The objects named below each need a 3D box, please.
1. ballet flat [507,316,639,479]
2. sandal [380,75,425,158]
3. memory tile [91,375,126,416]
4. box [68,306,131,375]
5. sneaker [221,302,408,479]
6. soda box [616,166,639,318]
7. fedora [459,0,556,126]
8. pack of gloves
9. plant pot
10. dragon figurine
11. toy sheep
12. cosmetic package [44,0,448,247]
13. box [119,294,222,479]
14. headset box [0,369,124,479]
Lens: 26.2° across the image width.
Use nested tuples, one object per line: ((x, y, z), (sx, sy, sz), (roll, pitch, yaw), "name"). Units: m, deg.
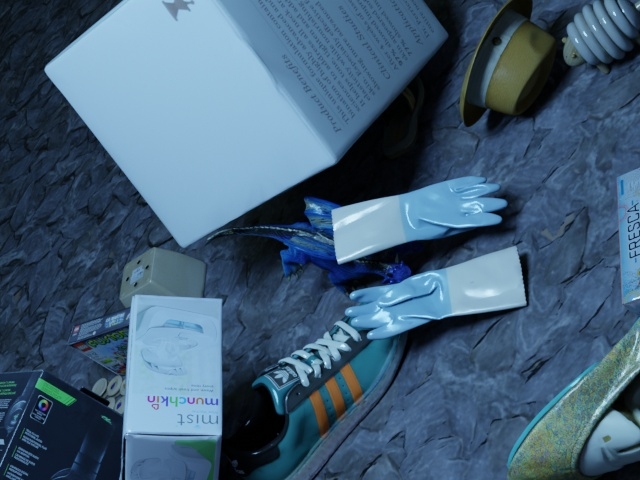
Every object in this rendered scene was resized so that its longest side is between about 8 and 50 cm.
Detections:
((0.332, 0.150, 1.393), (0.348, 0.123, 0.123), (-49, 34, 6), "ballet flat")
((0.111, -0.193, 2.011), (0.072, 0.049, 0.180), (-27, 35, 32), "sandal")
((-0.323, 0.262, 2.154), (0.148, 0.012, 0.113), (-13, 50, 45), "memory tile")
((-0.280, 0.150, 2.113), (0.207, 0.114, 0.036), (-19, 46, 40), "box")
((-0.007, 0.183, 1.749), (0.302, 0.121, 0.108), (-55, 34, -3), "sneaker")
((0.369, 0.003, 1.516), (0.058, 0.063, 0.183), (-25, 42, 35), "soda box")
((0.256, -0.229, 1.817), (0.079, 0.194, 0.194), (27, 79, 18), "fedora")
((0.137, 0.026, 1.736), (0.232, 0.046, 0.195), (-14, 62, 15), "pack of gloves")
((-0.254, 0.074, 2.167), (0.109, 0.096, 0.109), (-29, 40, 31), "plant pot")
((0.000, 0.000, 1.839), (0.144, 0.289, 0.085), (109, -176, -66), "dragon figurine")
((0.364, -0.266, 1.745), (0.132, 0.091, 0.091), (-38, 36, 21), "toy sheep")
((-0.095, -0.265, 1.937), (0.327, 0.329, 0.393), (-27, 14, 41), "cosmetic package")
((-0.197, 0.243, 1.795), (0.231, 0.127, 0.262), (-96, 10, -46), "box")
((-0.377, 0.344, 1.936), (0.131, 0.246, 0.283), (-9, 52, 47), "headset box")
